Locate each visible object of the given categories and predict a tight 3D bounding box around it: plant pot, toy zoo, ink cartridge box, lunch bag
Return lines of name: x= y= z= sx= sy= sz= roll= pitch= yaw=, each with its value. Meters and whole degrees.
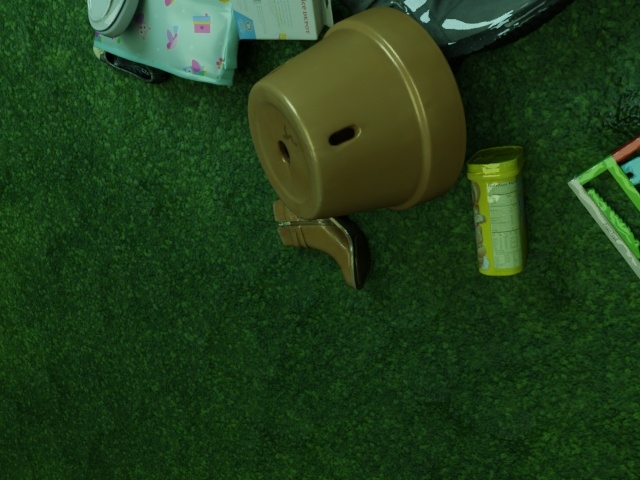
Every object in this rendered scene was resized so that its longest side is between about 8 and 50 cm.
plant pot: x=0.031 y=-0.157 z=0.854 sx=0.291 sy=0.204 sz=0.290 roll=50 pitch=155 yaw=35
toy zoo: x=0.523 y=-0.088 z=0.819 sx=0.293 sy=0.030 sz=0.192 roll=-38 pitch=89 yaw=30
ink cartridge box: x=-0.049 y=-0.357 z=0.888 sx=0.143 sy=0.089 sz=0.092 roll=6 pitch=136 yaw=15
lunch bag: x=-0.229 y=-0.393 z=1.001 sx=0.262 sy=0.160 sz=0.223 roll=24 pitch=115 yaw=23

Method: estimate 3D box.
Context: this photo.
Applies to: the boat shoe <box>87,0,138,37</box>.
boat shoe: x=-0.322 y=-0.447 z=0.899 sx=0.096 sy=0.088 sz=0.267 roll=19 pitch=102 yaw=26

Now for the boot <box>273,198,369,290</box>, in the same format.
boot: x=0.000 y=0.000 z=1.078 sx=0.153 sy=0.073 sz=0.197 roll=-11 pitch=90 yaw=27

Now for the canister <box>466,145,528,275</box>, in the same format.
canister: x=0.268 y=-0.045 z=0.901 sx=0.073 sy=0.126 sz=0.169 roll=-2 pitch=108 yaw=26

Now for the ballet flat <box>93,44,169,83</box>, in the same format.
ballet flat: x=-0.364 y=-0.344 z=1.143 sx=0.173 sy=0.049 sz=0.057 roll=24 pitch=115 yaw=17

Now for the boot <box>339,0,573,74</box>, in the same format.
boot: x=0.187 y=-0.363 z=0.841 sx=0.338 sy=0.118 sz=0.222 roll=-24 pitch=91 yaw=27
